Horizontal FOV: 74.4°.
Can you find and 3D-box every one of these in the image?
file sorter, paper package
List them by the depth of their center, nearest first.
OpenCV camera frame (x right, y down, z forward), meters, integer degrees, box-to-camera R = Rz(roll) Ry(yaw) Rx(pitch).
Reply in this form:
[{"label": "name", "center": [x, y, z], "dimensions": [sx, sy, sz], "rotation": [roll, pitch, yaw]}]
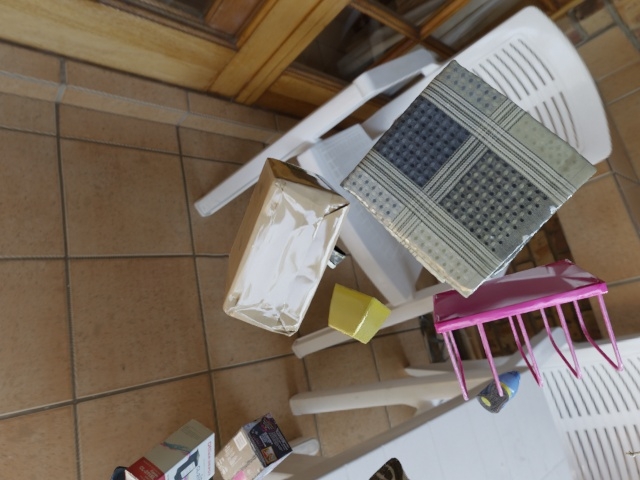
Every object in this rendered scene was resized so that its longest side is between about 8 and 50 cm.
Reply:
[{"label": "file sorter", "center": [0.397, 0.181, 0.846], "dimensions": [0.202, 0.290, 0.182], "rotation": [-34, 105, -73]}, {"label": "paper package", "center": [-0.089, -0.010, 0.958], "dimensions": [0.168, 0.309, 0.325], "rotation": [20, 13, -15]}]

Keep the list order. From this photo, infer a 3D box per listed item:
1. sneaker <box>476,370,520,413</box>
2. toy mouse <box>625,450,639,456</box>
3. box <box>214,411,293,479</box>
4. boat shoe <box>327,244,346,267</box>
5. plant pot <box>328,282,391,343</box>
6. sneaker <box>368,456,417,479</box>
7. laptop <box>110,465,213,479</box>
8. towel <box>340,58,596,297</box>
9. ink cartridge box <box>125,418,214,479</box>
[{"label": "sneaker", "center": [0.508, 0.425, 1.191], "dimensions": [0.082, 0.209, 0.069], "rotation": [-34, 61, -23]}, {"label": "toy mouse", "center": [0.356, 0.143, 0.348], "dimensions": [0.031, 0.161, 0.143], "rotation": [12, 86, -26]}, {"label": "box", "center": [-0.243, 0.759, 1.500], "dimensions": [0.142, 0.247, 0.163], "rotation": [-4, 48, -51]}, {"label": "boat shoe", "center": [0.000, 0.000, 1.450], "dimensions": [0.228, 0.068, 0.081], "rotation": [46, 12, -29]}, {"label": "plant pot", "center": [0.157, 0.338, 1.894], "dimensions": [0.212, 0.212, 0.187], "rotation": [39, 73, -51]}, {"label": "sneaker", "center": [0.262, 0.805, 1.264], "dimensions": [0.158, 0.410, 0.182], "rotation": [-35, 90, -16]}, {"label": "laptop", "center": [-0.447, 0.789, 1.072], "dimensions": [0.236, 0.408, 0.382], "rotation": [19, 65, -7]}, {"label": "towel", "center": [0.250, -0.107, 0.759], "dimensions": [0.324, 0.312, 0.056], "rotation": [45, 12, 13]}, {"label": "ink cartridge box", "center": [-0.311, 0.489, 0.892], "dimensions": [0.175, 0.072, 0.127], "rotation": [-25, 126, -53]}]
